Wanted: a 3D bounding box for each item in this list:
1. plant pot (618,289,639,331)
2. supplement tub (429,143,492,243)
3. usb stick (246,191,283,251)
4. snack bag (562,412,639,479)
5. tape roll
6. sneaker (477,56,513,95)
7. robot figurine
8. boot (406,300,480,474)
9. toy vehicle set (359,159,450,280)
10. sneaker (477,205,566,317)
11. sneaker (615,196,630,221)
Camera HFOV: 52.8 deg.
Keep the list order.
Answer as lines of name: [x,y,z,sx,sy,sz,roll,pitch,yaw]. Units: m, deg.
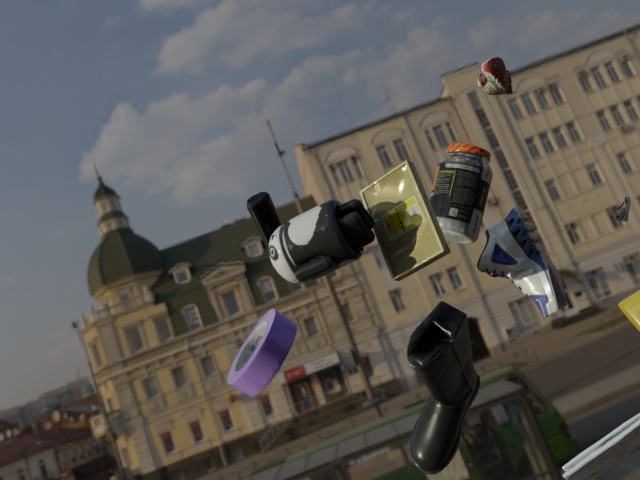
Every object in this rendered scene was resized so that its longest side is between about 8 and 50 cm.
plant pot: [0.737,0.166,1.206,0.212,0.187,0.212,25,-53,-37]
supplement tub: [0.515,-0.173,2.390,0.207,0.338,0.207,15,-6,2]
usb stick: [-0.149,-0.035,1.948,0.077,0.045,0.278,-32,-43,-10]
snack bag: [0.839,0.566,1.790,0.323,0.037,0.342,-43,-38,13]
tape roll: [-0.187,0.357,2.059,0.275,0.090,0.275,-54,11,15]
sneaker: [0.505,-0.470,1.900,0.092,0.088,0.225,-8,-9,24]
robot figurine: [-0.001,0.000,1.652,0.278,0.174,0.209,-26,-7,21]
boot: [0.332,0.432,1.842,0.146,0.367,0.445,16,-28,26]
toy vehicle set: [0.213,-0.051,1.664,0.166,0.267,0.035,-32,-24,32]
sneaker: [0.556,0.081,1.834,0.182,0.316,0.127,-30,-18,30]
sneaker: [0.883,-0.091,1.884,0.036,0.083,0.032,8,36,23]
